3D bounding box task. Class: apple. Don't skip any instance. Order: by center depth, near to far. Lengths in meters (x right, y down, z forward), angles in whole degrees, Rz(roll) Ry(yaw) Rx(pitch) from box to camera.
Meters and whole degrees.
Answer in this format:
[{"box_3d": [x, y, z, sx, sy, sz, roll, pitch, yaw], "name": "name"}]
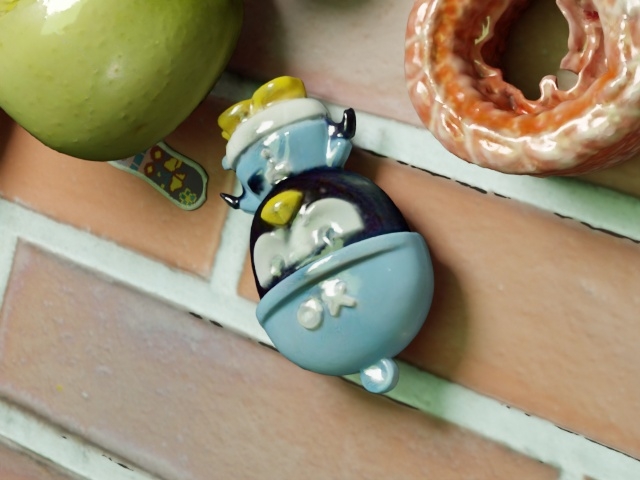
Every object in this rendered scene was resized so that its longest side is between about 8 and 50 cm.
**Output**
[{"box_3d": [-0.206, -0.213, 1.393, 0.279, 0.279, 0.279, 1, 91, 29], "name": "apple"}]

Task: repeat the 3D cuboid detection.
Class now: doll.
[{"box_3d": [0.000, 0.000, 1.348, 0.177, 0.141, 0.314, -32, 73, 22], "name": "doll"}]

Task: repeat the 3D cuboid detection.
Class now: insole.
[{"box_3d": [-0.193, -0.094, 1.531, 0.197, 0.004, 0.065, 37, 108, 24], "name": "insole"}]

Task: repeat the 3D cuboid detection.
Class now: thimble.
[{"box_3d": [0.198, -0.164, 1.219, 0.239, 0.162, 0.239, 1, 92, 30], "name": "thimble"}]
